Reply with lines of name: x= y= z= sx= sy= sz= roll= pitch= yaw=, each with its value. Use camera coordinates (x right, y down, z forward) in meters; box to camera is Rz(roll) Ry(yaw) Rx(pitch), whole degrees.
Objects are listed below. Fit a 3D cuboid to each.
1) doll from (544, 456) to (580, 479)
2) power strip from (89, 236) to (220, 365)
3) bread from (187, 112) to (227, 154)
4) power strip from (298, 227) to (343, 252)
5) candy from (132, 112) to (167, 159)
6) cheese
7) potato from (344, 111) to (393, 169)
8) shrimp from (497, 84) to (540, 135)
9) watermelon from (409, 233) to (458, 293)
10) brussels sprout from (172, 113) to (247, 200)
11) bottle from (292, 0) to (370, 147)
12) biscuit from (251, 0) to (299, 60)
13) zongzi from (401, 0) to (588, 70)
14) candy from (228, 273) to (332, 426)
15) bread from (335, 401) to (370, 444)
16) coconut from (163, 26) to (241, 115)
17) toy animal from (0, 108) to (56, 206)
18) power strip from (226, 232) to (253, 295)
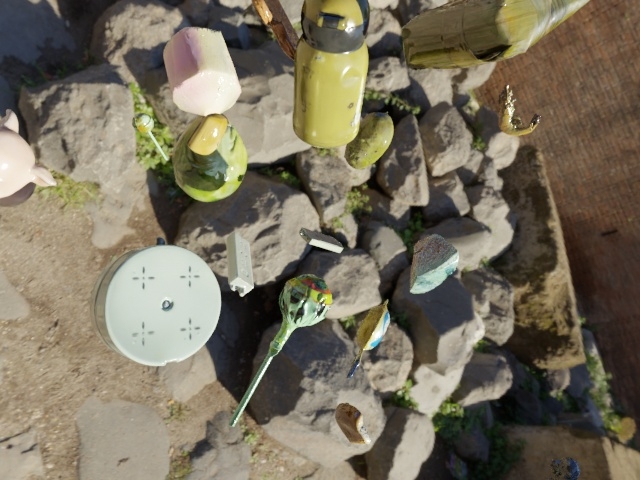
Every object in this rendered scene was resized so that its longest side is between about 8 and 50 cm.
doll: x=0.432 y=0.431 z=0.717 sx=0.057 sy=0.139 sz=0.165 roll=15 pitch=59 yaw=-62
power strip: x=-0.470 y=0.170 z=1.301 sx=0.357 sy=0.161 sz=0.358 roll=3 pitch=85 yaw=-40
bread: x=-0.273 y=-0.258 z=1.114 sx=0.056 sy=0.115 sz=0.082 roll=45 pitch=15 yaw=6
power strip: x=0.000 y=0.000 z=1.681 sx=0.226 sy=0.029 sz=0.080 roll=18 pitch=22 yaw=-46
candy: x=-0.522 y=-0.316 z=1.404 sx=0.203 sy=0.061 sz=0.061 roll=78 pitch=9 yaw=-60
cheese: x=0.145 y=0.303 z=1.396 sx=0.069 sy=0.177 sz=0.270 roll=29 pitch=73 yaw=5
potato: x=0.188 y=-0.385 z=1.733 sx=0.149 sy=0.251 sz=0.113 roll=37 pitch=21 yaw=9
shrimp: x=0.611 y=-0.396 z=1.389 sx=0.034 sy=0.124 sz=0.178 roll=-50 pitch=139 yaw=-32
watermelon: x=0.246 y=0.067 z=1.062 sx=0.081 sy=0.180 sz=0.094 roll=5 pitch=35 yaw=-23
brussels sprout: x=-0.436 y=-0.314 z=1.720 sx=0.344 sy=0.344 sz=0.268 roll=62 pitch=31 yaw=-6
bottle: x=0.026 y=-0.391 z=1.004 sx=0.171 sy=0.351 sz=0.172 roll=3 pitch=53 yaw=-4
biscuit: x=-0.100 y=-0.494 z=1.028 sx=0.192 sy=0.036 sz=0.186 roll=55 pitch=20 yaw=-33
zongzi: x=0.326 y=-0.411 z=0.837 sx=0.289 sy=0.260 sz=0.123 roll=-32 pitch=116 yaw=-25
candy: x=-0.077 y=0.200 z=0.808 sx=0.091 sy=0.083 sz=0.306 roll=30 pitch=87 yaw=-21
bread: x=0.088 y=0.539 z=1.306 sx=0.044 sy=0.129 sz=0.126 roll=-23 pitch=85 yaw=-33
coconut: x=-0.364 y=-0.511 z=1.420 sx=0.233 sy=0.233 sz=0.246 roll=-5 pitch=80 yaw=-55
toy animal: x=-0.898 y=-0.194 z=1.244 sx=0.237 sy=0.269 sz=0.326 roll=60 pitch=-4 yaw=-3
power strip: x=-0.334 y=0.096 z=1.850 sx=0.098 sy=0.058 sz=0.338 roll=41 pitch=22 yaw=-38
